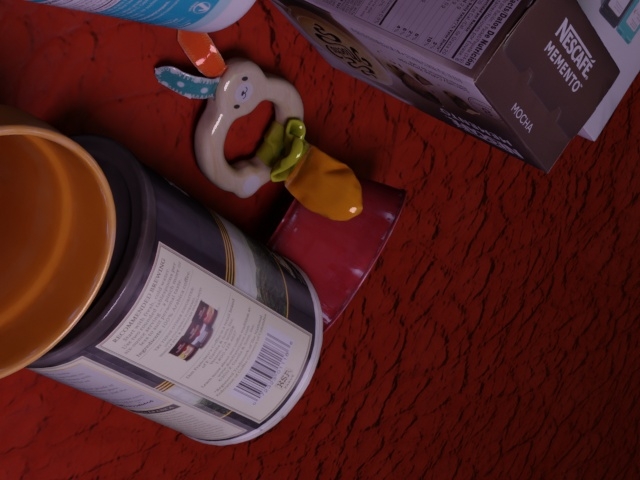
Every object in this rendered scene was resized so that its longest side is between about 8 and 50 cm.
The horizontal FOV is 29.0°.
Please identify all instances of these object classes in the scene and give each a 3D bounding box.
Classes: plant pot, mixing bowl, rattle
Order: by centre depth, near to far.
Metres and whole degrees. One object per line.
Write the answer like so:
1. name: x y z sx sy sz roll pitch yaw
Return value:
1. plant pot: -0.289 -0.024 0.922 0.205 0.188 0.205 -26 132 -33
2. rattle: -0.057 -0.103 1.157 0.130 0.143 0.200 -28 142 -5
3. mixing bowl: 0.000 0.000 1.282 0.181 0.098 0.181 -59 -174 10

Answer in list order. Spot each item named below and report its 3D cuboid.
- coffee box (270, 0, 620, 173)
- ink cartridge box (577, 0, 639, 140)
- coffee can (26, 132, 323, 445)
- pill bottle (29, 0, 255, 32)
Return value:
1. coffee box: 0.099 -0.197 1.124 0.119 0.297 0.168 -54 141 -3
2. ink cartridge box: 0.250 -0.288 1.299 0.270 0.198 0.197 -58 140 -1
3. coffee can: -0.152 0.054 1.107 0.201 0.201 0.275 -56 141 -2
4. pill bottle: -0.170 -0.246 0.932 0.264 0.146 0.146 3 113 -47
